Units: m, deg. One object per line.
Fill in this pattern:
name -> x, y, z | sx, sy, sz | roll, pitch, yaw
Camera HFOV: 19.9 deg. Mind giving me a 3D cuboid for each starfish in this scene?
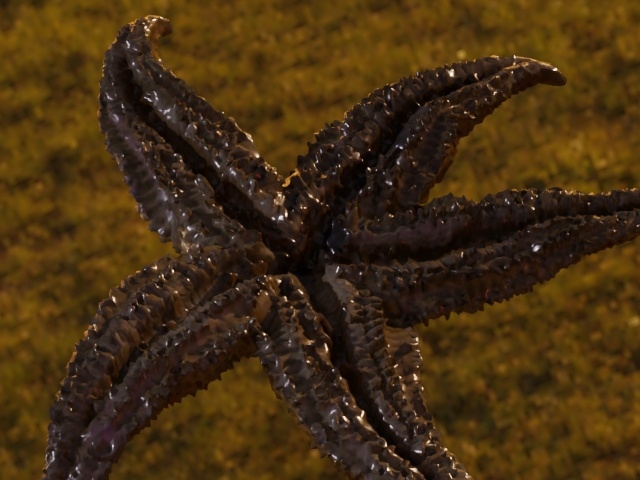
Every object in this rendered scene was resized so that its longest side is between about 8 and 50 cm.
starfish -> 0.000, 0.001, 0.572 | 0.227, 0.043, 0.240 | -21, 52, -24
